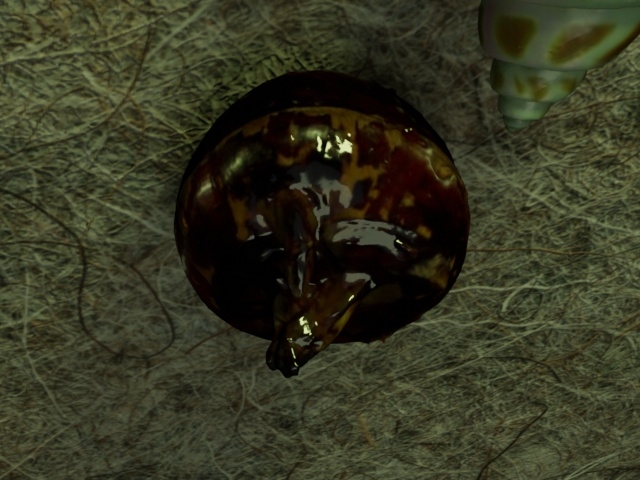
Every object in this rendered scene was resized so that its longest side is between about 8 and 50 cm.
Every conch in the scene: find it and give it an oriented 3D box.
[{"bbox_3d":[0.227,-0.265,1.006,0.249,0.197,0.368,-13,154,-40],"label":"conch"}]

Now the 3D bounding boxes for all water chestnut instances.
[{"bbox_3d":[0.000,0.000,1.185,0.300,0.300,0.300,-11,143,-8],"label":"water chestnut"}]
